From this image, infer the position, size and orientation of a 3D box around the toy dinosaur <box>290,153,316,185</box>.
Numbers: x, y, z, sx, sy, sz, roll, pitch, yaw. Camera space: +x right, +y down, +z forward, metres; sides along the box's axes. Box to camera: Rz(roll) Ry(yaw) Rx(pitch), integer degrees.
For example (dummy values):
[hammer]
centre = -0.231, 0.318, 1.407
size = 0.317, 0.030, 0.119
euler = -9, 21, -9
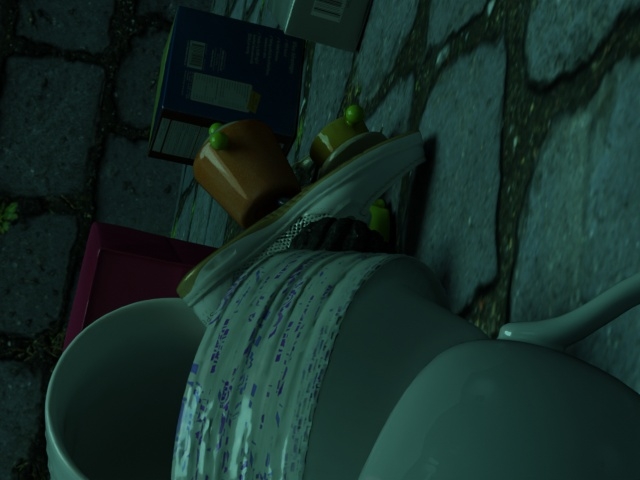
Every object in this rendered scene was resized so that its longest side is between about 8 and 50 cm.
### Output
[toy dinosaur]
centre = -0.065, -0.033, 1.921
size = 0.118, 0.064, 0.268
euler = -103, 23, -49

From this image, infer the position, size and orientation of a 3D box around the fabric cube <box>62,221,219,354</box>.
[fabric cube]
centre = -0.250, 0.132, 2.137
size = 0.258, 0.259, 0.254
euler = -148, 71, -75

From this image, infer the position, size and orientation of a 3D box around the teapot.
[teapot]
centre = 0.115, 0.169, 0.614
size = 0.252, 0.187, 0.256
euler = -52, -29, -47

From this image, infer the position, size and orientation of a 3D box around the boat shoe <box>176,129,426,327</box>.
[boat shoe]
centre = 0.000, 0.000, 1.302
size = 0.277, 0.096, 0.098
euler = -36, -2, -10

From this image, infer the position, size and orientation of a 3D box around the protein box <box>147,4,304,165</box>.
[protein box]
centre = -0.144, -0.223, 2.115
size = 0.136, 0.201, 0.199
euler = 120, 158, -56

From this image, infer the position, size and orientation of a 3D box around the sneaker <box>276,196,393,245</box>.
[sneaker]
centre = -0.005, 0.085, 1.365
size = 0.111, 0.121, 0.300
euler = 119, 159, -56

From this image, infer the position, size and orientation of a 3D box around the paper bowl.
[paper bowl]
centre = 0.033, 0.149, 0.891
size = 0.284, 0.148, 0.284
euler = 2, -90, -67

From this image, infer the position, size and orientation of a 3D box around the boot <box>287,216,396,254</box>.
[boot]
centre = -0.009, 0.179, 1.196
size = 0.260, 0.131, 0.348
euler = -69, -8, -52

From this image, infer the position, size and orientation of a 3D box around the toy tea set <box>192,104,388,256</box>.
[toy tea set]
centre = -0.060, -0.034, 1.536
size = 0.124, 0.200, 0.336
euler = 54, 146, 26

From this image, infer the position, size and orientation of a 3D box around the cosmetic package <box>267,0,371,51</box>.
[cosmetic package]
centre = 0.000, -0.335, 1.811
size = 0.238, 0.107, 0.127
euler = -104, 29, -70

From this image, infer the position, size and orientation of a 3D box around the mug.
[mug]
centre = -0.152, 0.240, 1.651
size = 0.374, 0.276, 0.328
euler = -50, -17, -34
